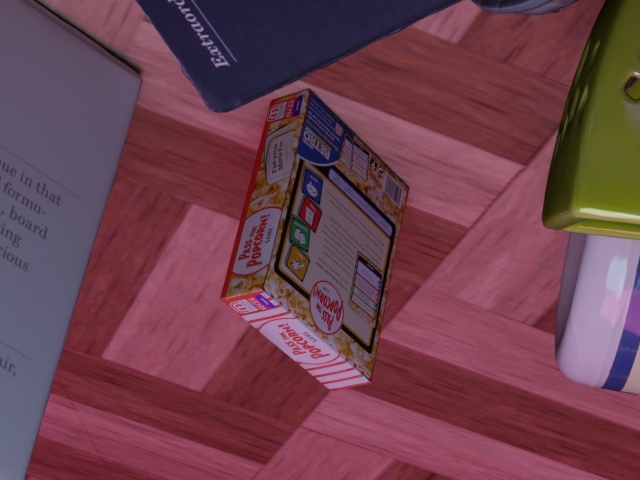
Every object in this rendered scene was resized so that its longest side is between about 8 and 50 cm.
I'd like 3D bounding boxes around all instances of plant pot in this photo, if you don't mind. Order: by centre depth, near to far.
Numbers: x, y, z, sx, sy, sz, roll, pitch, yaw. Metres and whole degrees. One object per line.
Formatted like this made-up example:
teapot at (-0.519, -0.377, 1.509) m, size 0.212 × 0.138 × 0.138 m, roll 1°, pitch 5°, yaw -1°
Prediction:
plant pot at (0.263, -0.099, 1.204) m, size 0.227 × 0.207 × 0.228 m, roll 6°, pitch 178°, yaw 1°

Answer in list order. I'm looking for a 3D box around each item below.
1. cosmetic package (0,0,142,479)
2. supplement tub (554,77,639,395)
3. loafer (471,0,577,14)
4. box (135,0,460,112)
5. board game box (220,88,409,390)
cosmetic package at (-0.395, -0.002, 1.507) m, size 0.327 × 0.394 × 0.329 m, roll 33°, pitch 142°, yaw -29°
supplement tub at (0.349, 0.016, 1.427) m, size 0.324 × 0.235 × 0.235 m, roll 11°, pitch 147°, yaw 4°
loafer at (0.123, -0.194, 1.244) m, size 0.084 × 0.096 × 0.267 m, roll 7°, pitch -170°, yaw -23°
box at (0.037, -0.290, 1.008) m, size 0.395 × 0.212 × 0.293 m, roll -21°, pitch 112°, yaw 41°
board game box at (0.000, 0.000, 1.561) m, size 0.045 × 0.194 × 0.147 m, roll -15°, pitch 138°, yaw 35°
